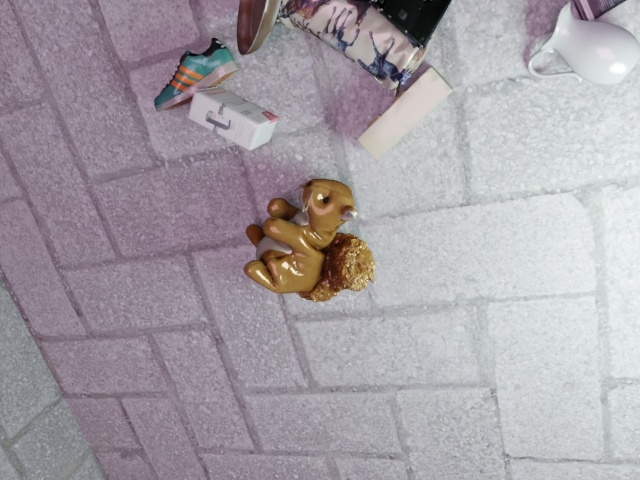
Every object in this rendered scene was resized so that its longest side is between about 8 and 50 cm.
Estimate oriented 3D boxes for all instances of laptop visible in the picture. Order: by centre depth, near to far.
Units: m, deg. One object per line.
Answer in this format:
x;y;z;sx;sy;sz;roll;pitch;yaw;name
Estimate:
0.179;-0.628;1.080;0.264;0.136;0.234;30;89;-24;laptop

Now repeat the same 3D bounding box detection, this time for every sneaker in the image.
-0.400;-0.505;1.370;0.302;0.108;0.121;-24;103;16;sneaker

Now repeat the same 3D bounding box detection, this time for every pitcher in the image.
0.633;-0.446;1.082;0.207;0.125;0.178;34;142;9;pitcher

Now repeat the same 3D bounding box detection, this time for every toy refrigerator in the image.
0.230;-0.355;1.240;0.094;0.102;0.269;45;117;-5;toy refrigerator

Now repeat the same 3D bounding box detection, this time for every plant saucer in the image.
-0.155;-0.639;1.163;0.050;0.310;0.310;5;120;-27;plant saucer

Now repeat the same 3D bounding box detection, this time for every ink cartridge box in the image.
-0.261;-0.372;1.348;0.218;0.158;0.092;30;118;4;ink cartridge box

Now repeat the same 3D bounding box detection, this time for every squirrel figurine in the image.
0.000;0.000;1.406;0.397;0.281;0.370;39;108;-17;squirrel figurine

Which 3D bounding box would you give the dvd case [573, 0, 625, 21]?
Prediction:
0.691;-0.639;1.029;0.221;0.018;0.164;-28;103;24;dvd case

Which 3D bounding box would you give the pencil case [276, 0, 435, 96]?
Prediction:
0.080;-0.555;1.168;0.410;0.160;0.183;31;111;2;pencil case
